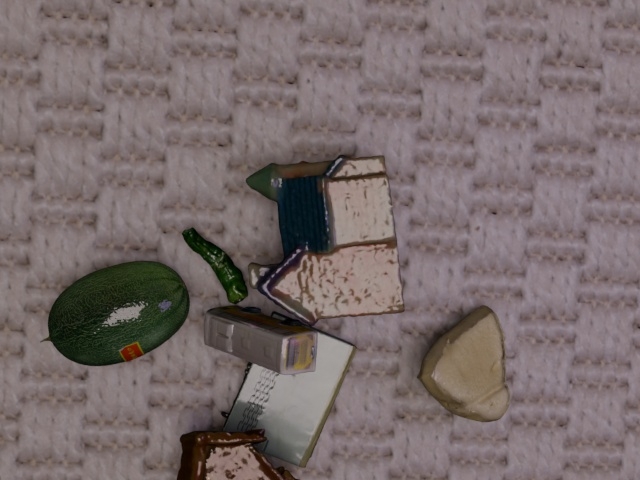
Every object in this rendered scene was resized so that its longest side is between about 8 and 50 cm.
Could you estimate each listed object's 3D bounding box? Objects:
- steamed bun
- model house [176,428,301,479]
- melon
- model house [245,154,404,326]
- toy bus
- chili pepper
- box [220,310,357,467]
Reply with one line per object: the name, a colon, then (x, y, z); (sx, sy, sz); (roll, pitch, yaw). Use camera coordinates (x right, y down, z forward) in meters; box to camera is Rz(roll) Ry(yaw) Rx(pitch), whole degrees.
steamed bun: (0.287, 0.271, 1.875); (0.231, 0.110, 0.212); (-33, 106, -32)
model house: (-0.184, 0.451, 1.798); (0.219, 0.199, 0.229); (-40, 96, -14)
melon: (-0.387, 0.140, 1.755); (0.287, 0.182, 0.182); (-17, 96, -3)
model house: (0.000, 0.000, 1.770); (0.280, 0.245, 0.312); (-7, 94, 2)
toy bus: (-0.116, 0.184, 1.747); (0.106, 0.268, 0.092); (-2, 100, -41)
chili pepper: (-0.203, 0.042, 1.822); (0.050, 0.073, 0.182); (-35, 104, 20)
box: (-0.067, 0.296, 1.872); (0.210, 0.045, 0.270); (22, 92, -7)
